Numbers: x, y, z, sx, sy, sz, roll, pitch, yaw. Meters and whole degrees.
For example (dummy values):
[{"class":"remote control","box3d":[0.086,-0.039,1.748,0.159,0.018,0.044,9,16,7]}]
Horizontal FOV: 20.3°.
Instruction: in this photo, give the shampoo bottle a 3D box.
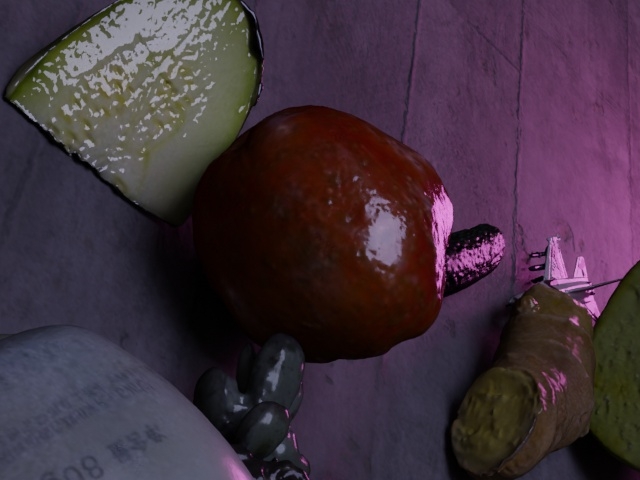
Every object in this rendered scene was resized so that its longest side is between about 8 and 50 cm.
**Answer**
[{"class":"shampoo bottle","box3d":[-0.202,0.232,1.289,0.317,0.322,0.322,56,32,6]}]

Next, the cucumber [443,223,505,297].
[{"class":"cucumber","box3d":[0.168,0.024,2.198,0.241,0.074,0.074,-17,78,-60]}]

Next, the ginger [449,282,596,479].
[{"class":"ginger","box3d":[0.252,0.183,2.142,0.354,0.126,0.190,-41,113,-54]}]

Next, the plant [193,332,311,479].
[{"class":"plant","box3d":[-0.070,0.207,1.651,0.149,0.146,0.274,42,36,-21]}]

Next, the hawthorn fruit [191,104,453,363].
[{"class":"hawthorn fruit","box3d":[0.000,0.000,1.810,0.284,0.284,0.284,34,40,-34]}]

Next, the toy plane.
[{"class":"toy plane","box3d":[0.302,0.073,2.350,0.234,0.082,0.160,-9,81,-40]}]

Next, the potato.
[{"class":"potato","box3d":[0.457,0.198,2.368,0.280,0.213,0.330,44,28,-64]}]

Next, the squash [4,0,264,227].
[{"class":"squash","box3d":[-0.167,-0.168,1.826,0.237,0.155,0.204,42,35,-29]}]
